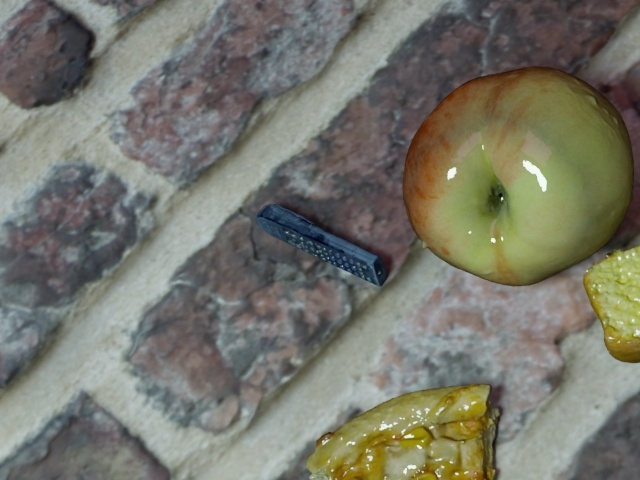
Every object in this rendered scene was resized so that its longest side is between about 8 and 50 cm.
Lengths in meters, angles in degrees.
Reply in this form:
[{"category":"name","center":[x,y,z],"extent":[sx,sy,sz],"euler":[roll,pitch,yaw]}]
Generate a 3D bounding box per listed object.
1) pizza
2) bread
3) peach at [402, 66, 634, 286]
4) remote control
[{"category":"pizza","center":[0.078,0.213,1.232],"extent":[0.182,0.062,0.161],"euler":[-11,63,6]},{"category":"bread","center":[0.334,0.041,1.268],"extent":[0.187,0.065,0.103],"euler":[-29,55,-2]},{"category":"peach","center":[0.194,-0.064,1.308],"extent":[0.232,0.232,0.232],"euler":[-7,58,11]},{"category":"remote control","center":[-0.001,0.001,1.391],"extent":[0.152,0.043,0.027],"euler":[27,62,28]}]
